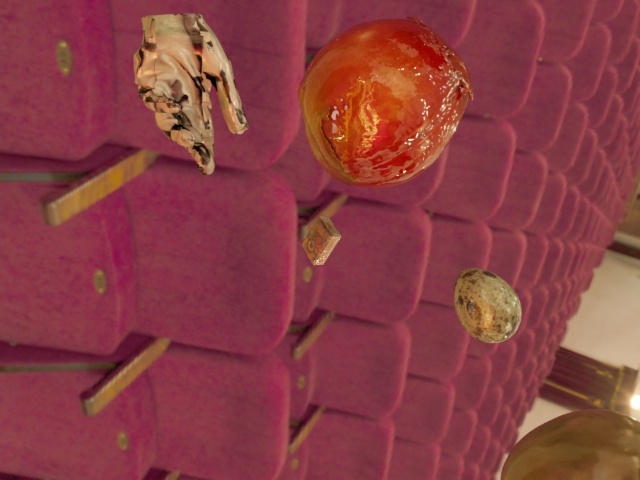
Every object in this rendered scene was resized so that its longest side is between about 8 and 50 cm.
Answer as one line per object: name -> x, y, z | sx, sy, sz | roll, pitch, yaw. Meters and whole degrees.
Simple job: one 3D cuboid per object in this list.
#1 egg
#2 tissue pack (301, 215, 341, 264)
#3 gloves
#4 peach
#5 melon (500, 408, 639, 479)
egg -> 0.350, 0.135, 1.525 | 0.132, 0.172, 0.132 | -32, -177, 2
tissue pack -> 0.000, 0.000, 1.444 | 0.035, 0.063, 0.083 | 1, 133, -38
gloves -> -0.180, -0.195, 0.976 | 0.127, 0.111, 0.212 | -18, 108, -46
peach -> 0.138, -0.286, 1.496 | 0.370, 0.370, 0.370 | -51, 153, -40
melon -> 0.471, 0.421, 1.243 | 0.272, 0.307, 0.272 | -169, -90, -85
